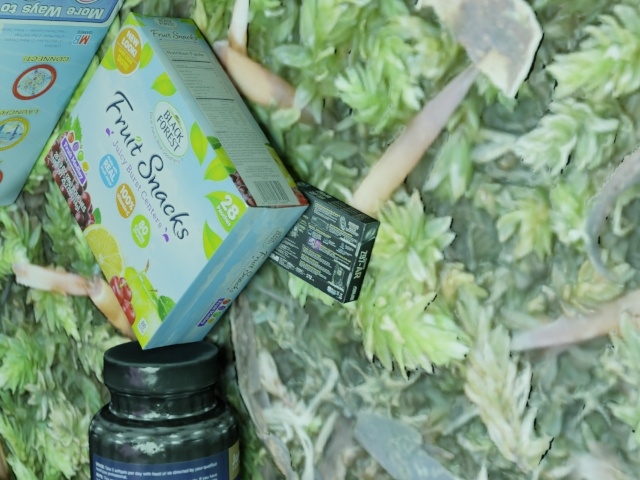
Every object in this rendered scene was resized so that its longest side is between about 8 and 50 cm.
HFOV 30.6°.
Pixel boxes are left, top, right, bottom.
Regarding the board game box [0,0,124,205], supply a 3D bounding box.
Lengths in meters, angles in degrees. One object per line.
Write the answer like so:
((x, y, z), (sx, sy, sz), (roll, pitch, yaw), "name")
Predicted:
((-0.341, -0.147, 0.956), (0.086, 0.308, 0.302), (53, 125, 22), "board game box")

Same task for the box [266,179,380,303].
((0.000, 0.000, 0.884), (0.083, 0.018, 0.067), (29, 115, 33), "box")

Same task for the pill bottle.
((-0.126, 0.196, 0.954), (0.123, 0.123, 0.219), (7, 102, 39), "pill bottle")

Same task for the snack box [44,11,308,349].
((-0.122, -0.048, 0.934), (0.174, 0.070, 0.207), (-50, 60, 34), "snack box")
